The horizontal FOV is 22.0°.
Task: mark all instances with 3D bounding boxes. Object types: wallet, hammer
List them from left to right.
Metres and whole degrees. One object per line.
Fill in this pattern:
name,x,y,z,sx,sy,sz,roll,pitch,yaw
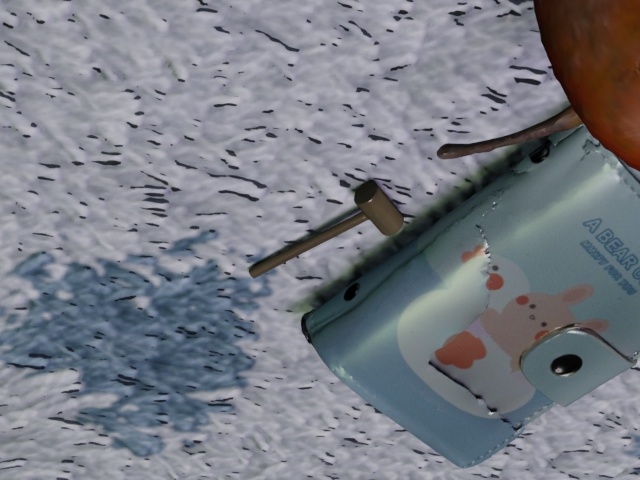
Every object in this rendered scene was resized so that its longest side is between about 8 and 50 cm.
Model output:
hammer,0.000,0.000,1.082,0.110,0.019,0.035,-28,130,19
wallet,0.136,0.036,1.103,0.250,0.075,0.176,-37,121,22

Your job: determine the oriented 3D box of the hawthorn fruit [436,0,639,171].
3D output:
hawthorn fruit,0.230,-0.133,0.873,0.235,0.231,0.263,24,165,1
